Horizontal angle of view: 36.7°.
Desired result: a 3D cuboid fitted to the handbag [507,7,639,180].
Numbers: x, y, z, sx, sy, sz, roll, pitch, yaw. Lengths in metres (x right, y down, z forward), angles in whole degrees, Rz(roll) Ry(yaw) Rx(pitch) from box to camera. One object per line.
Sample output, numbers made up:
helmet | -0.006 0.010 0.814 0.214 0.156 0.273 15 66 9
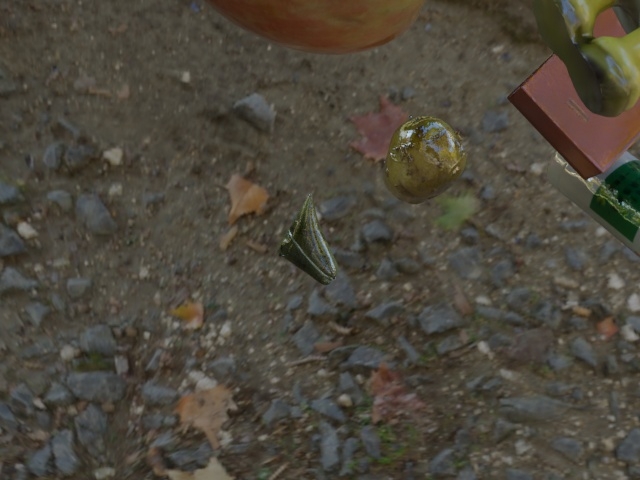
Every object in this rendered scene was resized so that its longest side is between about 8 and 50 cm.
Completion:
handbag | 0.311 -0.174 1.028 0.190 0.063 0.127 -43 90 -11

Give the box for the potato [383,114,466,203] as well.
potato | 0.169 -0.126 1.588 0.137 0.176 0.137 -1 67 3

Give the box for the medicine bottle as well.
medicine bottle | 0.393 -0.034 1.170 0.095 0.095 0.260 -29 54 -18

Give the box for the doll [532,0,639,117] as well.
doll | 0.183 -0.122 0.382 0.207 0.081 0.129 -28 72 -9

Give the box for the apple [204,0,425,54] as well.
apple | -0.008 -0.411 1.132 0.347 0.391 0.391 12 73 -5

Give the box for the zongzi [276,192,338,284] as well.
zongzi | 0.000 0.000 1.466 0.104 0.052 0.113 33 113 3
